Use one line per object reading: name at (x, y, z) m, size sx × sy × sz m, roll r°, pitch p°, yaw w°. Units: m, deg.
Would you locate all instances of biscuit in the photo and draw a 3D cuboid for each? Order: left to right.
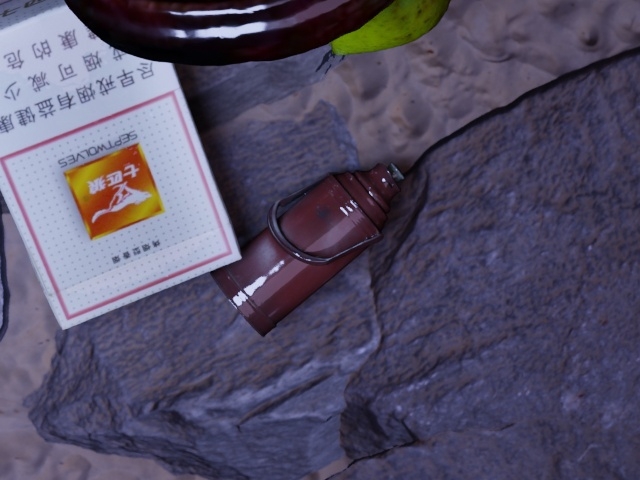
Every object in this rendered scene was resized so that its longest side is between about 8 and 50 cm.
biscuit at (-0.071, -0.336, 1.492) m, size 0.407 × 0.407 × 0.091 m, roll -28°, pitch 146°, yaw -4°

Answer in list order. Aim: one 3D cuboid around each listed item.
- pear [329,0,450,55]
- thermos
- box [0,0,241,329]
pear at (0.031, -0.313, 1.614) m, size 0.164 × 0.255 × 0.238 m, roll -24°, pitch 113°, yaw -5°
thermos at (-0.002, -0.002, 1.830) m, size 0.232 × 0.099 × 0.124 m, roll -40°, pitch 155°, yaw 0°
box at (-0.232, -0.095, 1.713) m, size 0.210 × 0.095 × 0.330 m, roll -22°, pitch 116°, yaw -7°
